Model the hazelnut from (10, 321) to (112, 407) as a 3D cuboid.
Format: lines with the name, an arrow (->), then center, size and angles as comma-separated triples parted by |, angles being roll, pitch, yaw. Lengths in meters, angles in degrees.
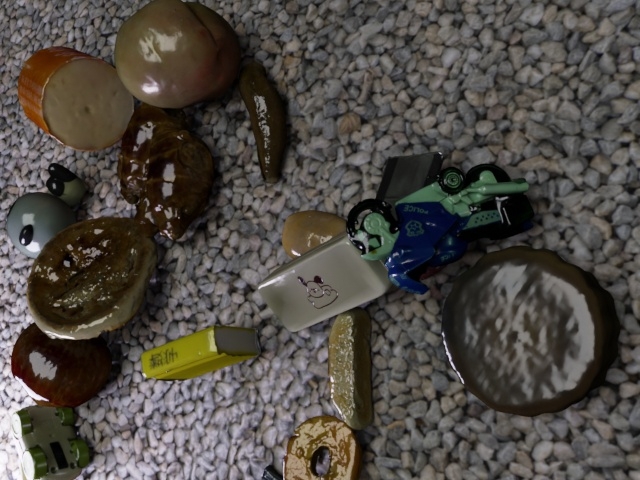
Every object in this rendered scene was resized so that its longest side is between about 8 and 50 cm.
hazelnut -> -0.627, 0.298, 1.942 | 0.218, 0.234, 0.218 | -53, 22, 32

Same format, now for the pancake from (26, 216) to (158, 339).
pancake -> -0.554, 0.084, 1.935 | 0.356, 0.065, 0.356 | -8, 55, 11

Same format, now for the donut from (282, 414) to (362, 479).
donut -> 0.011, 0.439, 1.592 | 0.162, 0.065, 0.178 | 16, 79, 27

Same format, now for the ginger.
ginger -> -0.383, -0.157, 1.917 | 0.274, 0.152, 0.357 | -47, 59, 17

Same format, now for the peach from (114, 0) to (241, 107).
peach -> -0.321, -0.424, 1.841 | 0.292, 0.292, 0.247 | 20, 106, 34

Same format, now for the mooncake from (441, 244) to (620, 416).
mooncake -> 0.358, 0.154, 1.374 | 0.290, 0.161, 0.290 | -5, 80, 33

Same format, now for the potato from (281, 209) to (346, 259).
potato -> 0.000, 0.000, 1.666 | 0.178, 0.109, 0.118 | 17, 67, 34

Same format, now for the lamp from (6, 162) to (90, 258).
lamp -> -0.714, -0.070, 2.102 | 0.197, 0.198, 0.244 | 8, 68, 34

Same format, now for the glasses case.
glasses case -> 0.010, 0.080, 1.582 | 0.313, 0.070, 0.131 | -28, 103, 46

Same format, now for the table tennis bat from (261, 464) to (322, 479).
table tennis bat -> -0.029, 0.538, 1.635 | 0.236, 0.027, 0.150 | 30, 96, 31

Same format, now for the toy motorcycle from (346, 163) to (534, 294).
toy motorcycle -> 0.218, -0.019, 1.430 | 0.331, 0.125, 0.196 | -18, 81, -8

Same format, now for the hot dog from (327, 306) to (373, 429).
hot dog -> 0.058, 0.253, 1.597 | 0.073, 0.084, 0.242 | -9, 76, 35

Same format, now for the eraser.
eraser -> -0.265, 0.250, 1.761 | 0.226, 0.158, 0.069 | -23, 72, 28

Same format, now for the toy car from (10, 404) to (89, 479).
toy car -> -0.704, 0.539, 2.017 | 0.235, 0.145, 0.235 | 2, 92, 46

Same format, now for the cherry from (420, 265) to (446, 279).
cherry -> 0.228, -0.024, 1.547 | 0.225, 0.090, 0.107 | -64, 16, -21

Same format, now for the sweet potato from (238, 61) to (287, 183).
sweet potato -> -0.123, -0.272, 1.823 | 0.112, 0.085, 0.286 | -30, 74, 62

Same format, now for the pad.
pad -> 0.154, -0.063, 1.568 | 0.174, 0.022, 0.233 | -2, 66, 55

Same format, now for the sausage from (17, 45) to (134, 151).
sausage -> -0.619, -0.361, 2.018 | 0.287, 0.233, 0.233 | 32, 100, 54
